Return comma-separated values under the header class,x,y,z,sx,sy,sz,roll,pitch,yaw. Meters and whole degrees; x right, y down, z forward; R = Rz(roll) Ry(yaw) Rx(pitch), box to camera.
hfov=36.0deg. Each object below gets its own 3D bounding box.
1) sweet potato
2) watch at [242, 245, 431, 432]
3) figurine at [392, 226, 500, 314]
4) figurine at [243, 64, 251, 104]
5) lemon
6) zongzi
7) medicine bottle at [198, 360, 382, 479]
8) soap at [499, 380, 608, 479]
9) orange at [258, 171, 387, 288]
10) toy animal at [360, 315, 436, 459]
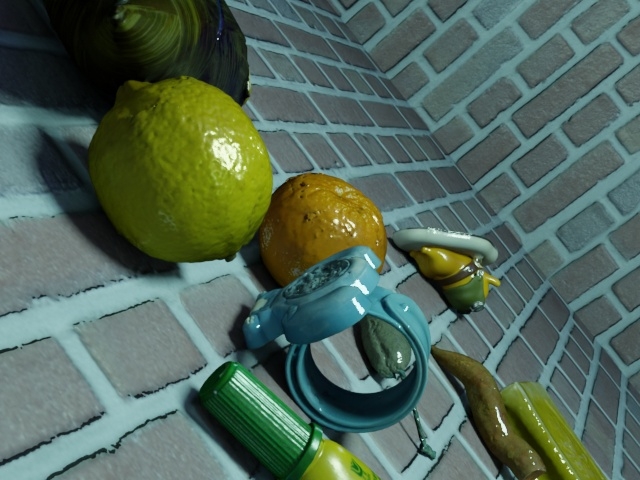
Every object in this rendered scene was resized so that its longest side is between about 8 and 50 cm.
class,x,y,z,sx,sy,sz,roll,pitch,yaw
sweet potato,0.277,0.275,1.630,0.059,0.067,0.281,39,19,-52
watch,0.030,0.128,1.175,0.193,0.211,0.211,62,15,-12
figurine,0.250,0.068,1.973,0.249,0.166,0.141,12,73,-25
figurine,-0.159,-0.250,1.625,0.154,0.082,0.098,6,61,-67
lemon,-0.152,-0.074,1.083,0.231,0.192,0.192,60,15,-14
zongzi,-0.269,-0.331,1.185,0.403,0.207,0.432,54,2,10
medicine bottle,0.000,0.240,1.005,0.309,0.076,0.111,47,15,-13
soap,0.409,0.391,1.688,0.315,0.091,0.199,59,18,23
orange,0.000,0.000,1.361,0.193,0.161,0.193,31,27,-18
toy animal,0.114,0.187,1.417,0.079,0.070,0.253,13,41,-38
